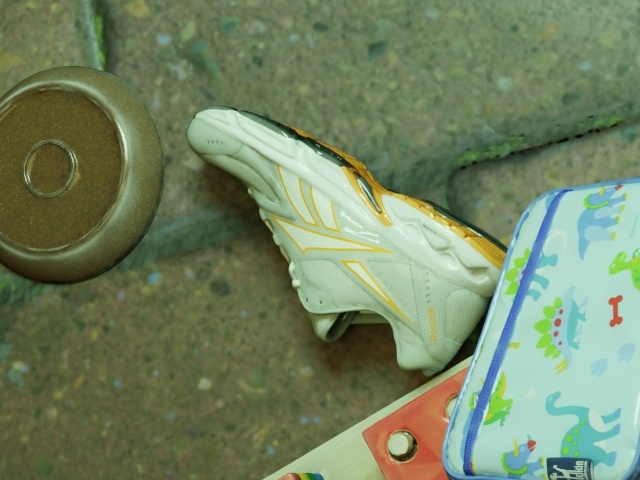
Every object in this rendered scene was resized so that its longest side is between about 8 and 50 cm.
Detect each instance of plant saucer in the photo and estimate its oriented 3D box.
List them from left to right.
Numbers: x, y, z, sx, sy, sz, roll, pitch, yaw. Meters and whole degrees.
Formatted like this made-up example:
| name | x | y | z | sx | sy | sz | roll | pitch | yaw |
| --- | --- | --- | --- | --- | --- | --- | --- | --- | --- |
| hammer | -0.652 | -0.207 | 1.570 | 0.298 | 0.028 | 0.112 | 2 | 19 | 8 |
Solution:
| name | x | y | z | sx | sy | sz | roll | pitch | yaw |
| --- | --- | --- | --- | --- | --- | --- | --- | --- | --- |
| plant saucer | -0.199 | -0.052 | 1.469 | 0.168 | 0.029 | 0.168 | -3 | 81 | 19 |

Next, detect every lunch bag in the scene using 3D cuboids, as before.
| name | x | y | z | sx | sy | sz | roll | pitch | yaw |
| --- | --- | --- | --- | --- | --- | --- | --- | --- | --- |
| lunch bag | 0.173 | 0.070 | 1.185 | 0.176 | 0.090 | 0.219 | -1 | 61 | 51 |

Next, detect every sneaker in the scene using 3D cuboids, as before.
| name | x | y | z | sx | sy | sz | roll | pitch | yaw |
| --- | --- | --- | --- | --- | --- | --- | --- | --- | --- |
| sneaker | 0.000 | 0.000 | 1.356 | 0.262 | 0.099 | 0.121 | 31 | 98 | 22 |

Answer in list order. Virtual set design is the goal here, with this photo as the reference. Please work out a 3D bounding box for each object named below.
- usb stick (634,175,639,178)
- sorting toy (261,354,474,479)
| name | x | y | z | sx | sy | sz | roll | pitch | yaw |
| --- | --- | --- | --- | --- | --- | --- | --- | --- | --- |
| usb stick | 0.254 | 0.085 | 1.277 | 0.077 | 0.045 | 0.278 | -29 | 73 | 7 |
| sorting toy | 0.078 | 0.232 | 1.295 | 0.257 | 0.089 | 0.255 | -32 | 73 | 13 |
